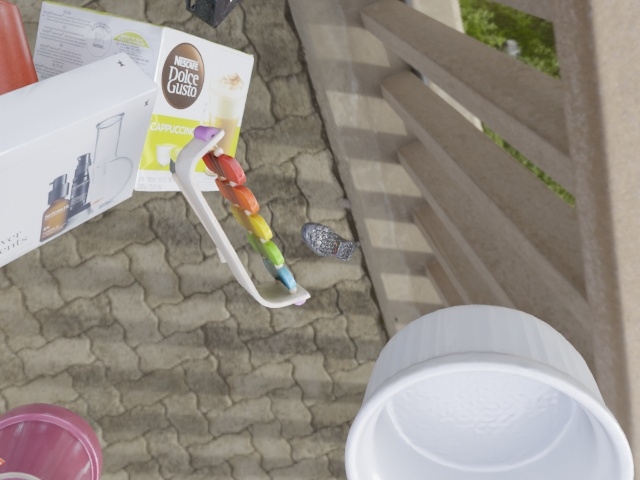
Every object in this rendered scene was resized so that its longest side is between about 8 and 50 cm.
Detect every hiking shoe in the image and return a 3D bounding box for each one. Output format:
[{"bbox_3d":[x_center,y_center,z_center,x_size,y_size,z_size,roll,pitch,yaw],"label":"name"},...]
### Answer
[{"bbox_3d":[0.000,0.000,1.904,0.227,0.114,0.086,29,84,-50],"label":"hiking shoe"}]

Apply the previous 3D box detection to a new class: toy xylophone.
[{"bbox_3d":[-0.142,-0.034,1.056,0.081,0.236,0.323,-32,120,-14],"label":"toy xylophone"}]

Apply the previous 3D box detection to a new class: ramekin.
[{"bbox_3d":[0.171,0.203,0.705,0.277,0.135,0.277,4,118,8],"label":"ramekin"}]

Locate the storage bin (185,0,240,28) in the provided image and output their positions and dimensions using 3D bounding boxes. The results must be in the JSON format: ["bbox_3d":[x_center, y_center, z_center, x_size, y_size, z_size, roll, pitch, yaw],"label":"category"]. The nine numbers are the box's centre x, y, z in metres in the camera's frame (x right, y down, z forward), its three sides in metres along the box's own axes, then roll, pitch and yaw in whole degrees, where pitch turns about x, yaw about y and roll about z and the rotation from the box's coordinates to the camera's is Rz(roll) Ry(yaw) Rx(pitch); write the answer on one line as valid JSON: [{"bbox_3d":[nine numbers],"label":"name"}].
[{"bbox_3d":[-0.236,-0.617,1.578,0.084,0.122,0.180,33,67,-2],"label":"storage bin"}]

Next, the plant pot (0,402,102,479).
[{"bbox_3d":[-0.438,0.368,0.976,0.201,0.180,0.201,-1,96,-11],"label":"plant pot"}]

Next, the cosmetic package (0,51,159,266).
[{"bbox_3d":[-0.437,-0.099,0.987,0.097,0.377,0.284,43,140,11],"label":"cosmetic package"}]

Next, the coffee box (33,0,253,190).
[{"bbox_3d":[-0.404,-0.314,1.483,0.338,0.337,0.334,18,102,23],"label":"coffee box"}]

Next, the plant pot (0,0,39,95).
[{"bbox_3d":[-0.644,-0.295,1.216,0.272,0.272,0.265,-8,97,-5],"label":"plant pot"}]

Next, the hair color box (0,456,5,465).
[{"bbox_3d":[-0.390,0.246,0.634,0.072,0.141,0.043,37,151,6],"label":"hair color box"}]
